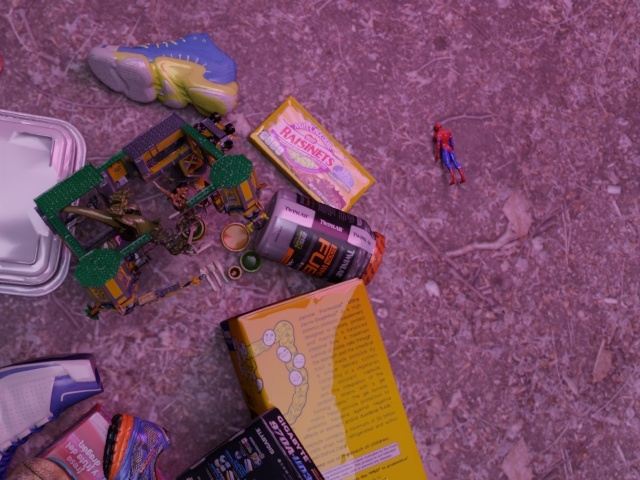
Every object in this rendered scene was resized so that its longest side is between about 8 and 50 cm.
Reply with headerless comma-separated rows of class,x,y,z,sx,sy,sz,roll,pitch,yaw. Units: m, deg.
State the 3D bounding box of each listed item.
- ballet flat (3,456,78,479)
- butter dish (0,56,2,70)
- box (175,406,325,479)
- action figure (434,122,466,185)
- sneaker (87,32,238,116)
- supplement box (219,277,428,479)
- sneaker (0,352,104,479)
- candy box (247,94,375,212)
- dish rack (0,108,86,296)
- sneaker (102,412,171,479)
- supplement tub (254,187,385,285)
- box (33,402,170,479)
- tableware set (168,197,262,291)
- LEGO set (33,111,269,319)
ballet flat,-0.410,0.395,0.965,0.123,0.348,0.123,24,37,-20
butter dish,-0.566,-0.319,1.122,0.160,0.118,0.159,-12,87,-17
box,-0.069,0.362,1.027,0.175,0.051,0.220,-40,79,22
action figure,0.224,-0.154,1.359,0.038,0.030,0.115,-12,81,-22
sneaker,-0.243,-0.282,1.234,0.240,0.091,0.126,19,60,-11
supplement box,0.002,0.258,1.158,0.195,0.194,0.356,-17,87,-17
sneaker,-0.455,0.273,1.080,0.316,0.127,0.182,-14,90,-9
candy box,-0.013,-0.137,1.294,0.206,0.027,0.105,44,72,-6
dish rack,-0.529,-0.072,1.126,0.333,0.072,0.285,8,80,-15
sneaker,-0.240,0.337,0.986,0.087,0.083,0.221,11,84,-21
supplement tub,0.000,0.000,1.232,0.190,0.117,0.117,20,78,-11
box,-0.272,0.391,1.090,0.142,0.154,0.300,-42,96,-15
tableware set,-0.165,-0.003,1.237,0.104,0.024,0.154,-31,91,-17
LEGO set,-0.232,-0.016,1.117,0.255,0.192,0.331,32,66,29
